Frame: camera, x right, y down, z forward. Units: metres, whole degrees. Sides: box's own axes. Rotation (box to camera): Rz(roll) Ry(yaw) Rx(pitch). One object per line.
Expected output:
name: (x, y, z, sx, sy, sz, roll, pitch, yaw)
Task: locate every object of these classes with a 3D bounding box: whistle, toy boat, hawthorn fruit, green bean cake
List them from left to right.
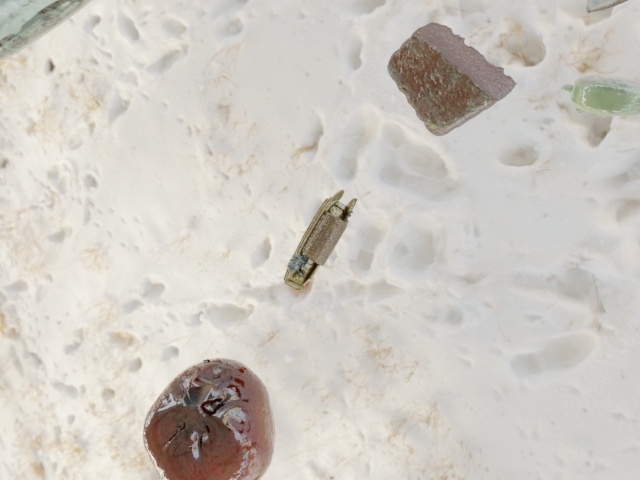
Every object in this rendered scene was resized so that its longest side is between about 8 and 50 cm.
hawthorn fruit: (-0.226, 0.419, 0.960, 0.295, 0.295, 0.311, 10, 120, 30)
toy boat: (0.000, 0.000, 1.244, 0.310, 0.089, 0.115, -58, 25, -5)
green bean cake: (0.279, -0.367, 0.993, 0.232, 0.097, 0.198, 52, 146, -2)
whistle: (0.544, -0.235, 0.756, 0.258, 0.126, 0.067, 23, 126, 34)

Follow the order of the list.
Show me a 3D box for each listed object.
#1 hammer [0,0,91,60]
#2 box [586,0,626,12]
hammer: (-0.354, -0.271, 0.420, 0.202, 0.305, 0.113, -33, 101, 6)
box: (0.454, -0.427, 0.522, 0.206, 0.262, 0.291, 3, 58, -2)
